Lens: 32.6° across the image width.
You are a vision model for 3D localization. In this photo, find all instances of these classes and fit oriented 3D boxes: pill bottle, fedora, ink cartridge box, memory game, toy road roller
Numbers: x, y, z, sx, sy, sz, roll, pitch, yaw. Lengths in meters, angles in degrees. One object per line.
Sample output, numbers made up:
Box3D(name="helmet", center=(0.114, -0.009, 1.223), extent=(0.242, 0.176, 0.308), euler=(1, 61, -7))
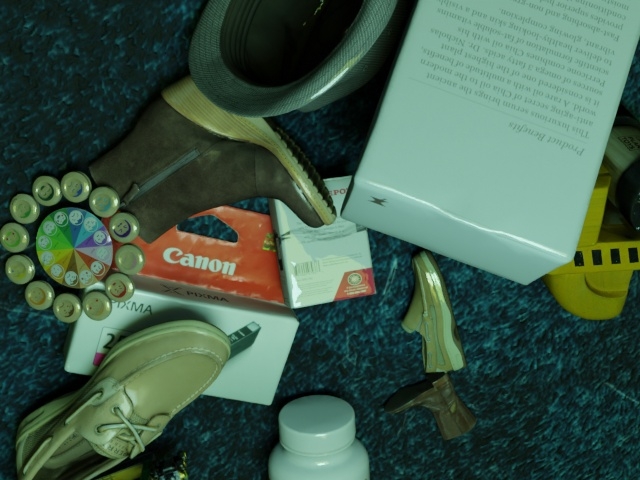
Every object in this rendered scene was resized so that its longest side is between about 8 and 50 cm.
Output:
Box3D(name="pill bottle", center=(-0.001, 0.339, 1.478), extent=(0.136, 0.136, 0.245), euler=(-7, 112, -11))
Box3D(name="fedora", center=(-0.005, -0.239, 1.226), extent=(0.124, 0.244, 0.275), euler=(32, 89, -52))
Box3D(name="ink cartridge box", center=(0.000, 0.000, 1.362), extent=(0.109, 0.063, 0.150), euler=(-9, 94, -11))
Box3D(name="memory game", center=(-0.295, 0.010, 1.295), extent=(0.186, 0.012, 0.186), euler=(3, 103, 12))
Box3D(name="toy road roller", center=(0.293, -0.023, 1.380), extent=(0.330, 0.202, 0.240), euler=(-3, 123, -14))
Box3D(name="ink cartridge box", center=(-0.159, 0.071, 1.375), extent=(0.275, 0.060, 0.238), euler=(13, 109, -19))

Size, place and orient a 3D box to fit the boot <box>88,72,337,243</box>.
Box3D(name="boot", center=(-0.125, -0.063, 1.293), extent=(0.207, 0.090, 0.248), euler=(-41, 91, 11))

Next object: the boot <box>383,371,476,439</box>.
Box3D(name="boot", center=(0.156, 0.247, 1.540), extent=(0.106, 0.037, 0.114), euler=(-29, 120, 1))

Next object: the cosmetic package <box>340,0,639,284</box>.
Box3D(name="cosmetic package", center=(0.203, -0.208, 1.169), extent=(0.230, 0.161, 0.453), euler=(21, 77, -1))

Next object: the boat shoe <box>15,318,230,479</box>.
Box3D(name="boat shoe", center=(-0.239, 0.216, 1.326), extent=(0.341, 0.110, 0.122), euler=(-36, 127, 25))

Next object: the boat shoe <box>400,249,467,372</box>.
Box3D(name="boat shoe", center=(0.142, 0.102, 1.462), extent=(0.072, 0.068, 0.190), euler=(-16, 115, 5))

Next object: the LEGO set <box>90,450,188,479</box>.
Box3D(name="LEGO set", center=(-0.291, 0.415, 1.368), extent=(0.331, 0.255, 0.192), euler=(-21, 97, -11))
